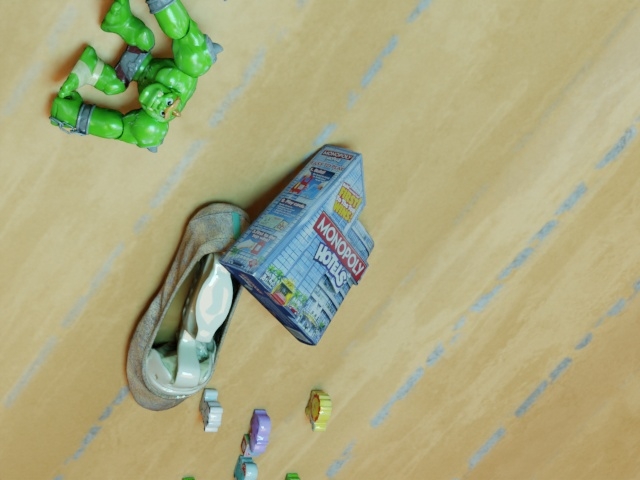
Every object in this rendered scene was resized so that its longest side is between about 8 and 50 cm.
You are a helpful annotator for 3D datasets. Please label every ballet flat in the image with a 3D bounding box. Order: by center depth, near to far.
[{"bbox_3d":[-0.156,0.104,1.313,0.107,0.106,0.316,7,121,-22],"label":"ballet flat"}]

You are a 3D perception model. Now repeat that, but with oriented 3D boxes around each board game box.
[{"bbox_3d":[0.000,0.000,1.275,0.194,0.060,0.194,-58,140,-15],"label":"board game box"}]

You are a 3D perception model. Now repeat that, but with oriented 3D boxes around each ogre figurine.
[{"bbox_3d":[-0.180,-0.172,1.127,0.118,0.097,0.197,31,95,-14],"label":"ogre figurine"}]

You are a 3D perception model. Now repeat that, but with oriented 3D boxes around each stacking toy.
[{"bbox_3d":[-0.090,0.290,1.498,0.167,0.052,0.221,4,123,-20],"label":"stacking toy"}]
